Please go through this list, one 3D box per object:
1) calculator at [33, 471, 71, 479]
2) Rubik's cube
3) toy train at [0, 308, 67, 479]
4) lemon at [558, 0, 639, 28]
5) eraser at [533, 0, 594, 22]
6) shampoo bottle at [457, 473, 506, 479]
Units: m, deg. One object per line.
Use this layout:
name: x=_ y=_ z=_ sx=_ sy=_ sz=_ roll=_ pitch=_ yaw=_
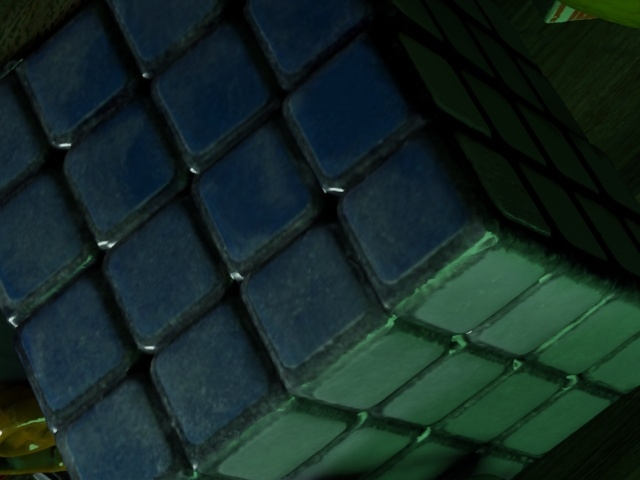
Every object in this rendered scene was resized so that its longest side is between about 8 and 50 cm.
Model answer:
calculator: x=-0.130 y=0.212 z=1.706 sx=0.165 sy=0.274 sz=0.028 roll=-20 pitch=114 yaw=-24
Rubik's cube: x=0.000 y=0.000 z=1.360 sx=0.344 sy=0.337 sz=0.343 roll=-38 pitch=150 yaw=19
toy train: x=-0.314 y=0.112 z=1.454 sx=0.369 sy=0.163 sz=0.231 roll=3 pitch=147 yaw=-45
lemon: x=0.221 y=-0.253 z=1.245 sx=0.267 sy=0.267 sz=0.267 roll=-22 pitch=151 yaw=-13
eraser: x=0.290 y=-0.243 z=1.541 sx=0.230 sy=0.038 sz=0.157 roll=-9 pitch=146 yaw=-31
shampoo bottle: x=0.067 y=0.210 z=1.319 sx=0.234 sy=0.087 sz=0.118 roll=-4 pitch=144 yaw=-39
